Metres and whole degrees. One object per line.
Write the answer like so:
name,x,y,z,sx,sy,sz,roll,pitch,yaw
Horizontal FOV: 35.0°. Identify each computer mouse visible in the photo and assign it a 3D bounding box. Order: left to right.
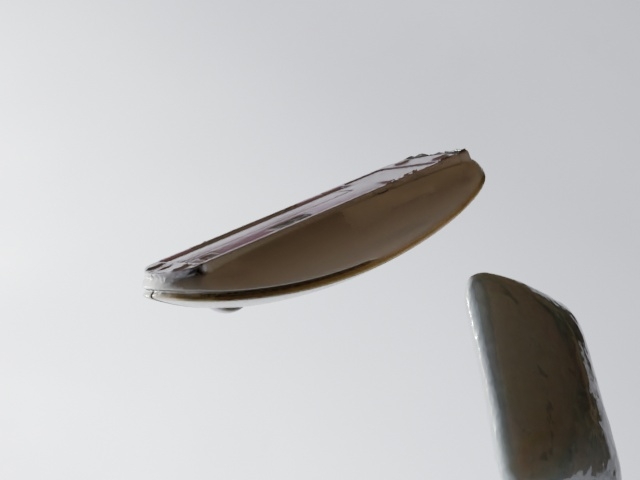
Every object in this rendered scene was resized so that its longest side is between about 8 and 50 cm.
computer mouse,0.000,0.000,0.682,0.245,0.056,0.126,-23,-171,-27

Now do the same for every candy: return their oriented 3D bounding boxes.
candy,0.168,0.115,0.766,0.138,0.071,0.174,24,-133,-43
